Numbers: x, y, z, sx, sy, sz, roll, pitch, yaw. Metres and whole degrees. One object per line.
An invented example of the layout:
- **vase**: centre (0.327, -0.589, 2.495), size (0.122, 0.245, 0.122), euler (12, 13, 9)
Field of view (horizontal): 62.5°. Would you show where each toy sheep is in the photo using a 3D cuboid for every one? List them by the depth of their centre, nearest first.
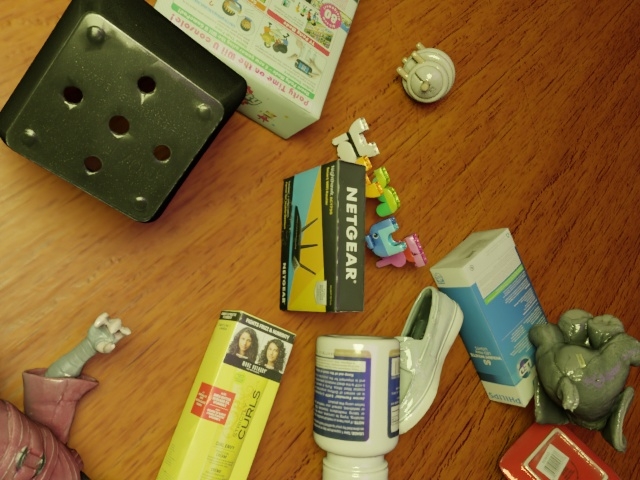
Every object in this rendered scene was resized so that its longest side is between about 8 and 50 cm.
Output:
- **toy sheep**: centre (0.166, -0.258, 0.824), size (0.091, 0.091, 0.132), euler (52, 37, -18)

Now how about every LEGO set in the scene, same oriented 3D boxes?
- **LEGO set**: centre (0.055, -0.047, 0.741), size (0.227, 0.093, 0.087), euler (66, 27, -4)

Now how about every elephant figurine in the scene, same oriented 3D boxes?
- **elephant figurine**: centre (0.418, 0.242, 0.819), size (0.186, 0.169, 0.239), euler (-21, 118, -4)

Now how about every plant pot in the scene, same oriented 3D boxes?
- **plant pot**: centre (-0.183, -0.121, 0.497), size (0.188, 0.167, 0.187), euler (34, 99, -26)

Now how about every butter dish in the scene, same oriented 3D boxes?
- **butter dish**: centre (0.384, 0.405, 0.885), size (0.160, 0.118, 0.160), euler (-29, 60, -30)

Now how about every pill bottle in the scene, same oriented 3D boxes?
- **pill bottle**: centre (0.046, 0.219, 0.683), size (0.112, 0.112, 0.186), euler (7, 81, -32)

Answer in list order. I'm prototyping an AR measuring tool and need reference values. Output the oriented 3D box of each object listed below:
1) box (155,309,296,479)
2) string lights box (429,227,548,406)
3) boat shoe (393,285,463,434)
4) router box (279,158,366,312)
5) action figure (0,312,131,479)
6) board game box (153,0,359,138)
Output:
- **box**: centre (-0.112, 0.203, 0.614), size (0.087, 0.058, 0.232), euler (30, 70, -28)
- **string lights box**: centre (0.296, 0.126, 0.874), size (0.133, 0.077, 0.259), euler (-33, 103, -31)
- **boat shoe**: centre (0.133, 0.166, 0.772), size (0.081, 0.079, 0.227), euler (41, 59, -15)
- **router box**: centre (0.000, 0.000, 0.663), size (0.046, 0.133, 0.178), euler (5, 82, -33)
- **action figure**: centre (-0.288, 0.193, 0.427), size (0.276, 0.248, 0.370), euler (-23, 130, 3)
- **board game box**: centre (-0.067, -0.323, 0.676), size (0.224, 0.097, 0.303), euler (27, 70, -27)
